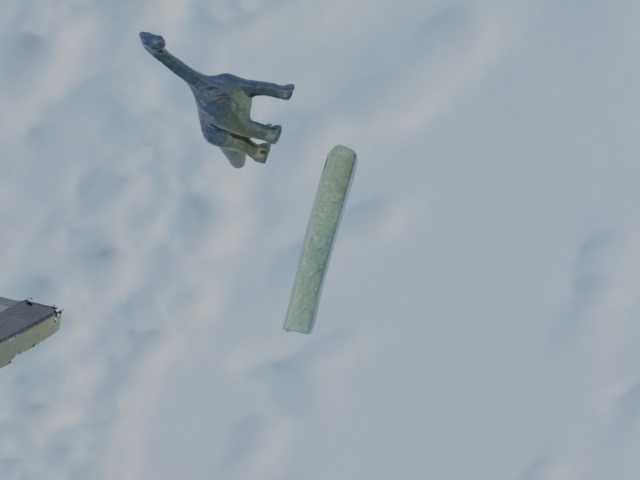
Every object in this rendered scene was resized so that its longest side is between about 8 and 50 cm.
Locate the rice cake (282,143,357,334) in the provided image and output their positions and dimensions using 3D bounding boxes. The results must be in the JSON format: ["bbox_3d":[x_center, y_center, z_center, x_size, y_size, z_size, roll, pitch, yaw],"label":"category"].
[{"bbox_3d":[0.000,0.000,1.342,0.030,0.180,0.042,15,179,5],"label":"rice cake"}]

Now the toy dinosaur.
[{"bbox_3d":[-0.137,-0.154,1.680,0.188,0.075,0.247,20,159,-8],"label":"toy dinosaur"}]

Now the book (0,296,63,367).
[{"bbox_3d":[-0.299,0.039,0.915,0.231,0.026,0.157,15,-167,10],"label":"book"}]
